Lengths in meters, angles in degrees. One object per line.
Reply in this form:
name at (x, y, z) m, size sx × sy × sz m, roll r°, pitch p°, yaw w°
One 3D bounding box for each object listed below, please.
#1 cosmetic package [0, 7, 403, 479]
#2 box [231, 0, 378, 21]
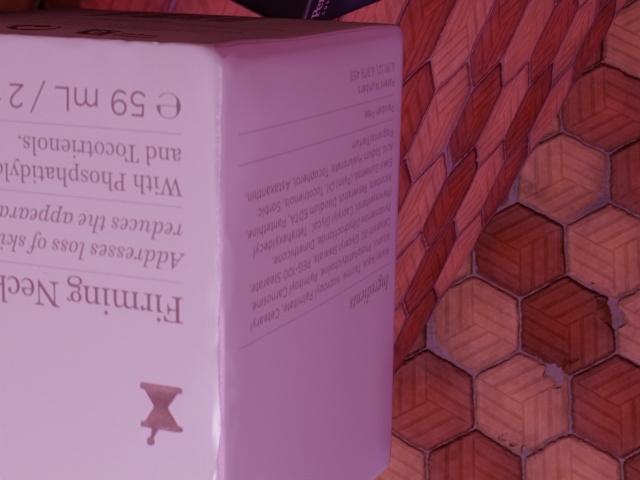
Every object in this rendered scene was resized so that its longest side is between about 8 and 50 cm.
cosmetic package at (-0.143, 0.025, 1.024) m, size 0.327 × 0.329 × 0.393 m, roll -25°, pitch 119°, yaw -63°
box at (0.021, -0.390, 1.274) m, size 0.294 × 0.183 × 0.296 m, roll -33°, pitch 148°, yaw -54°
